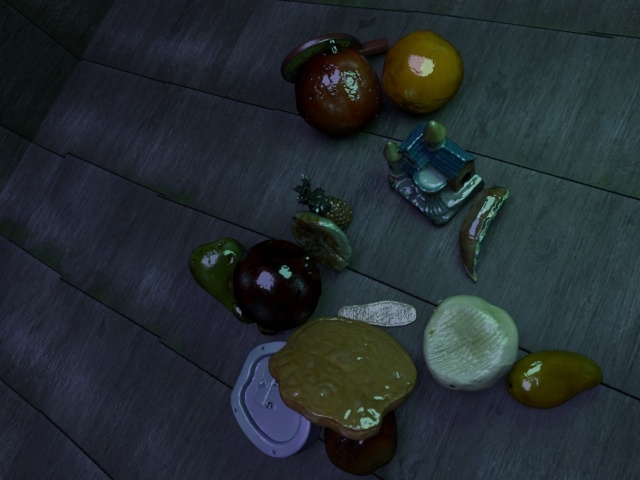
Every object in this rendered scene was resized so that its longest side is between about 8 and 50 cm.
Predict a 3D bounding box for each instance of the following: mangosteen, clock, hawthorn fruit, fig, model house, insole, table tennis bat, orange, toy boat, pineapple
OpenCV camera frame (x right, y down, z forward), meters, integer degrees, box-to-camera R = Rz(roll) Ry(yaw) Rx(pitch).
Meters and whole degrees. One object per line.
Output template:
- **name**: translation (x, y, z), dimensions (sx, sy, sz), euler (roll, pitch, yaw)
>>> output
- **mangosteen**: translation (-0.146, 0.143, 1.302), dimensions (0.312, 0.311, 0.310), euler (-6, 71, 19)
- **clock**: translation (-0.106, 0.475, 1.278), dimensions (0.339, 0.102, 0.338), euler (-6, 72, 19)
- **hawthorn fruit**: translation (0.056, -0.504, 1.435), dimensions (0.316, 0.316, 0.315), euler (-6, 71, 19)
- **fig**: translation (-0.338, 0.134, 1.450), dimensions (0.206, 0.206, 0.274), euler (-15, 92, 16)
- **model house**: translation (0.312, -0.229, 1.220), dimensions (0.194, 0.325, 0.267), euler (-45, 64, 1)
- **insole**: translation (0.173, 0.230, 1.299), dimensions (0.248, 0.011, 0.081), euler (-7, 72, 19)
- **hawthorn fruit**: translation (0.097, 0.512, 1.107), dimensions (0.208, 0.248, 0.207), euler (-8, 69, 22)
- **table tennis bat**: translation (0.052, -0.668, 1.514), dimensions (0.415, 0.268, 0.051), euler (-18, 84, -13)
- **orange**: translation (0.331, -0.543, 1.350), dimensions (0.261, 0.261, 0.260), euler (-6, 71, 19)
- **toy boat**: translation (0.468, -0.030, 1.226), dimensions (0.099, 0.108, 0.292), euler (22, 87, -7)
- **pineapple**: translation (0.005, -0.114, 1.340), dimensions (0.125, 0.251, 0.125), euler (-14, 62, 29)

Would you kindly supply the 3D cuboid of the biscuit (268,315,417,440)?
- **biscuit**: translation (0.057, 0.342, 1.148), dimensions (0.385, 0.365, 0.062), euler (21, 126, 34)

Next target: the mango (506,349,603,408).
- **mango**: translation (0.588, 0.348, 1.059), dimensions (0.228, 0.099, 0.136), euler (-17, 63, 7)

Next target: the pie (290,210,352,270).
- **pie**: translation (0.000, 0.000, 1.328), dimensions (0.241, 0.240, 0.054), euler (27, 57, 26)

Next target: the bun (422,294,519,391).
- **bun**: translation (0.407, 0.273, 1.120), dimensions (0.260, 0.160, 0.259), euler (-17, 60, 31)
